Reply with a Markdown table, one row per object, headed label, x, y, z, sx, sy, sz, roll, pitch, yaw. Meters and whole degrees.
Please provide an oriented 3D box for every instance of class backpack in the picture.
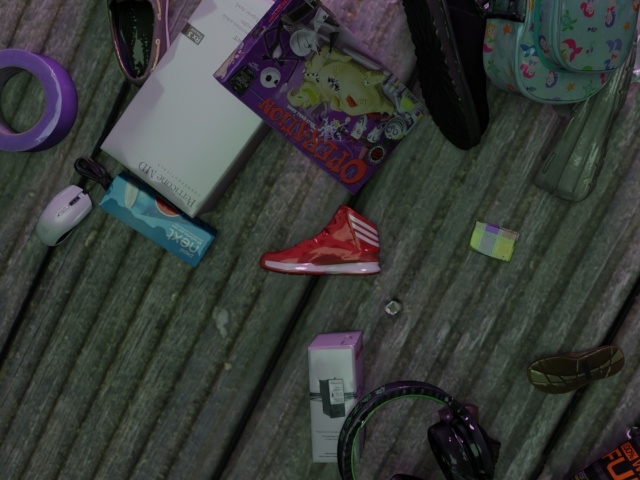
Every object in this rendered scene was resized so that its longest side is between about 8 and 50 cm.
| label | x | y | z | sx | sy | sz | roll | pitch | yaw |
| --- | --- | --- | --- | --- | --- | --- | --- | --- | --- |
| backpack | 0.375 | -0.340 | 1.442 | 0.225 | 0.191 | 0.254 | -3 | 114 | -30 |

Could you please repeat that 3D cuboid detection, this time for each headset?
| label | x | y | z | sx | sy | sz | roll | pitch | yaw |
| --- | --- | --- | --- | --- | --- | --- | --- | --- | --- |
| headset | 0.212 | 0.411 | 1.545 | 0.394 | 0.185 | 0.243 | 40 | 87 | -10 |

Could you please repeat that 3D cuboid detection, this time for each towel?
| label | x | y | z | sx | sy | sz | roll | pitch | yaw |
| --- | --- | --- | --- | --- | --- | --- | --- | --- | --- |
| towel | 0.314 | 0.002 | 1.668 | 0.083 | 0.009 | 0.060 | 17 | 98 | 6 |

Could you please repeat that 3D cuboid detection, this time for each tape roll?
| label | x | y | z | sx | sy | sz | roll | pitch | yaw |
| --- | --- | --- | --- | --- | --- | --- | --- | --- | --- |
| tape roll | -0.557 | -0.259 | 1.716 | 0.189 | 0.080 | 0.189 | 1 | 96 | 8 |

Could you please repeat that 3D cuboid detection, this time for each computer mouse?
| label | x | y | z | sx | sy | sz | roll | pitch | yaw |
| --- | --- | --- | --- | --- | --- | --- | --- | --- | --- |
| computer mouse | -0.471 | -0.064 | 1.741 | 0.106 | 0.042 | 0.193 | 44 | 98 | 0 |

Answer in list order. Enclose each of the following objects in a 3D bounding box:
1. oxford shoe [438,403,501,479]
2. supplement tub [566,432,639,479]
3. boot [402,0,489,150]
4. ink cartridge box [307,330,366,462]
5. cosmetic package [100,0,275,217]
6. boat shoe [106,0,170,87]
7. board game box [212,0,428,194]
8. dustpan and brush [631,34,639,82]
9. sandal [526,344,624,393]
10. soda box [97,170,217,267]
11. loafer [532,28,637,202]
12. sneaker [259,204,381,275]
| label | x | y | z | sx | sy | sz | roll | pitch | yaw |
| --- | --- | --- | --- | --- | --- | --- | --- | --- | --- |
| oxford shoe | 0.290 | 0.408 | 1.672 | 0.096 | 0.083 | 0.227 | -16 | 94 | 4 |
| supplement tub | 0.567 | 0.447 | 1.578 | 0.338 | 0.207 | 0.207 | -36 | 90 | 8 |
| boot | 0.299 | -0.351 | 1.580 | 0.260 | 0.131 | 0.348 | -24 | 117 | -14 |
| ink cartridge box | 0.032 | 0.277 | 1.656 | 0.086 | 0.153 | 0.208 | -1 | 94 | 8 |
| cosmetic package | -0.184 | -0.254 | 1.632 | 0.217 | 0.156 | 0.385 | 35 | 97 | 0 |
| boat shoe | -0.333 | -0.427 | 1.666 | 0.109 | 0.091 | 0.305 | -7 | 94 | 7 |
| board game box | 0.010 | -0.249 | 1.557 | 0.208 | 0.056 | 0.347 | -47 | 128 | 9 |
| dustpan and brush | 0.569 | -0.299 | 1.581 | 0.211 | 0.060 | 0.147 | -30 | 91 | 37 |
| sandal | 0.456 | 0.228 | 1.656 | 0.180 | 0.049 | 0.072 | -14 | 99 | -7 |
| soda box | -0.297 | -0.040 | 1.692 | 0.210 | 0.067 | 0.071 | 33 | 98 | -8 |
| loafer | 0.452 | -0.224 | 1.569 | 0.111 | 0.112 | 0.319 | 22 | 105 | 21 |
| sneaker | 0.000 | 0.000 | 1.680 | 0.221 | 0.087 | 0.128 | 2 | 87 | -5 |
